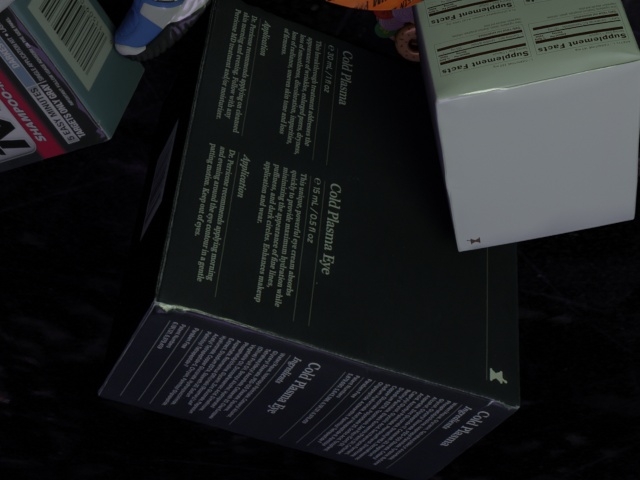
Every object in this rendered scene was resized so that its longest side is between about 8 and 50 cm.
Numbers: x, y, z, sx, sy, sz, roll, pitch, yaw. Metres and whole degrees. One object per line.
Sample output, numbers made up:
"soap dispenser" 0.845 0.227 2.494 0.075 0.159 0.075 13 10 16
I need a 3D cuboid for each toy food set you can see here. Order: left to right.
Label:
"toy food set" 0.088 -0.197 1.039 0.083 0.020 0.083 33 138 -33

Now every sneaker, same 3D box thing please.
"sneaker" -0.121 -0.234 0.981 0.081 0.080 0.211 30 130 -21

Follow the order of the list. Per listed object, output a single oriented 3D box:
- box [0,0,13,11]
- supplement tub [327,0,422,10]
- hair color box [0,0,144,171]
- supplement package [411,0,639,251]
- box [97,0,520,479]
"box" -0.271 -0.280 0.833 0.119 0.181 0.182 -25 135 38
"supplement tub" 0.059 -0.307 0.702 0.194 0.193 0.316 14 138 -10
"hair color box" -0.375 -0.147 1.081 0.375 0.113 0.185 -13 130 26
"supplement package" 0.157 -0.136 0.934 0.149 0.203 0.194 -11 144 5
"box" 0.000 0.000 1.056 0.313 0.343 0.179 18 143 -15
